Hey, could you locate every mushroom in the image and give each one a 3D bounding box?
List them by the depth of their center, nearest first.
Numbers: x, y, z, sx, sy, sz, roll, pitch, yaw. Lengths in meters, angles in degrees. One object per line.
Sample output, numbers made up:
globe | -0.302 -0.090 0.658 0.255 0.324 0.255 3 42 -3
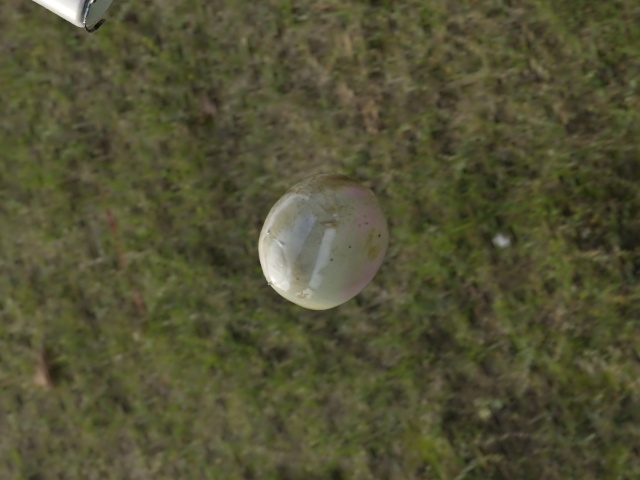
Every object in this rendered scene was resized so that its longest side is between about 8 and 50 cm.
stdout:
mushroom | 0.000 0.000 0.878 0.067 0.083 0.084 26 121 44

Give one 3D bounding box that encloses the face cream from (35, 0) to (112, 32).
face cream | -0.217 -0.205 0.839 0.243 0.092 0.058 31 166 3
